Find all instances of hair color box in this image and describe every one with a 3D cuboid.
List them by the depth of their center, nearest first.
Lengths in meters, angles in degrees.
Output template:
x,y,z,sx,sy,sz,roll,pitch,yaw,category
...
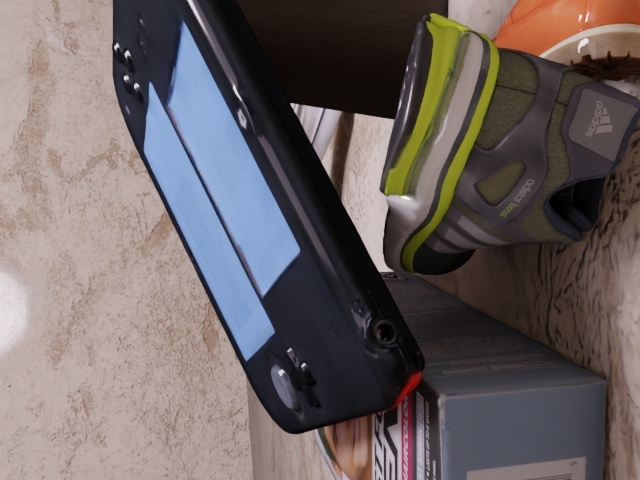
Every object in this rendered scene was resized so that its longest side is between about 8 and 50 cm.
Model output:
x,y,z,sx,sy,sz,roll,pitch,yaw,category
0.082,0.149,0.637,0.374,0.113,0.185,-146,54,-76,hair color box

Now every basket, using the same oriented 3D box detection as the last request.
x,y,z,sx,sy,sz,roll,pitch,yaw,category
-0.014,-0.209,0.732,0.154,0.227,0.204,-119,28,-65,basket

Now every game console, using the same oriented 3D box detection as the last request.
x,y,z,sx,sy,sz,roll,pitch,yaw,category
-0.073,-0.034,0.608,0.386,0.060,0.342,62,164,9,game console

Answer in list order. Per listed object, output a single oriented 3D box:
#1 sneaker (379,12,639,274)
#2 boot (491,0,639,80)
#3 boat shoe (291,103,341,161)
x,y,z,sx,sy,sz,roll,pitch,yaw,category
0.108,-0.028,0.484,0.300,0.121,0.111,53,-126,-77,sneaker
0.137,-0.131,0.458,0.158,0.059,0.085,178,92,-70,boot
-0.040,-0.127,1.087,0.095,0.084,0.258,-84,15,-57,boat shoe
